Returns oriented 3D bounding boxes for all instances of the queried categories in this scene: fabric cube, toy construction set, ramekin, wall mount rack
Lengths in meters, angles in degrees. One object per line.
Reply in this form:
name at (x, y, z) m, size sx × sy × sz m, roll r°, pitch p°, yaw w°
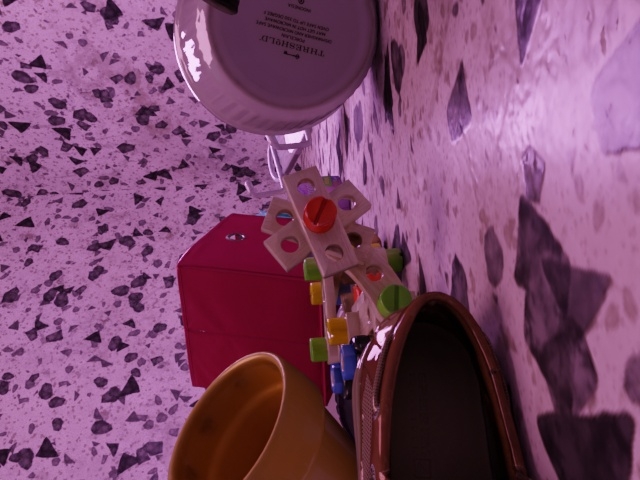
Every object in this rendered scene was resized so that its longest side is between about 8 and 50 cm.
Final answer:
fabric cube at (-0.083, 0.114, 1.237) m, size 0.254 × 0.258 × 0.259 m, roll -54°, pitch -35°, yaw -61°
toy construction set at (0.042, 0.055, 0.714) m, size 0.328 × 0.151 × 0.215 m, roll 64°, pitch -160°, yaw -69°
ramekin at (-0.049, -0.272, 0.864) m, size 0.127 × 0.272 × 0.273 m, roll -152°, pitch 57°, yaw -72°
wall mount rack at (-0.127, -0.276, 1.455) m, size 0.350 × 0.130 × 0.304 m, roll 126°, pitch 130°, yaw -58°

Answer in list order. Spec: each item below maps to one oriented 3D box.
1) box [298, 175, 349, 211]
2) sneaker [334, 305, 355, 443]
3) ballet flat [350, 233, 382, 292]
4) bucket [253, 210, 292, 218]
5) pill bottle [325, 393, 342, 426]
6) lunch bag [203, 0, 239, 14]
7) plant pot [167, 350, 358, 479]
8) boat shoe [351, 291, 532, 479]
box at (0.000, 0.000, 1.475) m, size 0.213 × 0.117 × 0.243 m, roll -103°, pitch 9°, yaw -72°
sneaker at (0.067, 0.193, 0.927) m, size 0.098 × 0.083 × 0.224 m, roll -179°, pitch 80°, yaw -74°
ballet flat at (0.054, 0.056, 1.012) m, size 0.232 × 0.080 × 0.073 m, roll 91°, pitch 158°, yaw -72°
bucket at (-0.088, 0.061, 1.809) m, size 0.281 × 0.183 × 0.281 m, roll 8°, pitch -90°, yaw -71°
pill bottle at (-0.007, 0.436, 1.701) m, size 0.301 × 0.169 × 0.169 m, roll 113°, pitch 153°, yaw -82°
lunch bag at (-0.050, -0.277, 0.537) m, size 0.235 × 0.287 × 0.169 m, roll -103°, pitch 10°, yaw -65°
plant pot at (-0.054, 0.331, 0.988) m, size 0.239 × 0.254 × 0.254 m, roll 40°, pitch -160°, yaw -25°
boat shoe at (0.075, 0.179, 0.405) m, size 0.120 × 0.122 × 0.324 m, roll 96°, pitch 169°, yaw -55°
